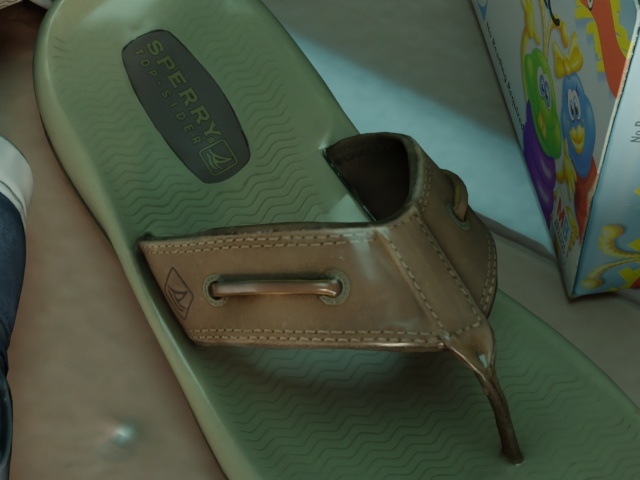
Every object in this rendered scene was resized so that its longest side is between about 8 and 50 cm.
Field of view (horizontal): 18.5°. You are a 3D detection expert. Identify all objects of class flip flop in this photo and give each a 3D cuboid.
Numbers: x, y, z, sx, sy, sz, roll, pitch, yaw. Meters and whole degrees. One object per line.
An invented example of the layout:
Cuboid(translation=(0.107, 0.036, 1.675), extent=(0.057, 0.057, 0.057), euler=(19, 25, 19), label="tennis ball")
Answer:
Cuboid(translation=(0.000, 0.000, 0.579), extent=(0.112, 0.080, 0.277), euler=(-25, 60, -18), label="flip flop")

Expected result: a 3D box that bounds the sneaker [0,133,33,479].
Cuboid(translation=(-0.194, 0.042, 0.540), extent=(0.226, 0.086, 0.163), euler=(-2, 53, -5), label="sneaker")

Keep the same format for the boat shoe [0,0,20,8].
Cuboid(translation=(-0.213, -0.118, 0.626), extent=(0.324, 0.123, 0.116), euler=(-11, 17, -23), label="boat shoe")

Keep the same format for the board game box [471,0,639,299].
Cuboid(translation=(0.199, -0.096, 0.615), extent=(0.275, 0.142, 0.144), euler=(-8, 56, -8), label="board game box")
